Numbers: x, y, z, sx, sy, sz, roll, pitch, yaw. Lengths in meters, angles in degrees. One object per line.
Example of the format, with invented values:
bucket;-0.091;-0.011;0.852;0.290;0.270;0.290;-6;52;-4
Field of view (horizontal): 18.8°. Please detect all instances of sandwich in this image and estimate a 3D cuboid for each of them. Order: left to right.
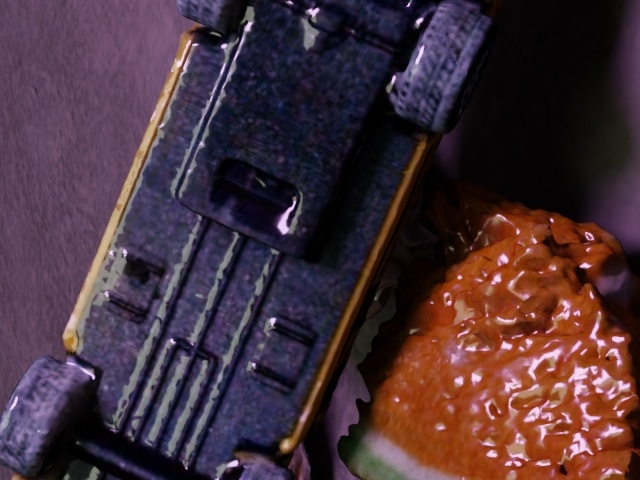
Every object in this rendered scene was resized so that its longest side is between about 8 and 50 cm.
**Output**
sandwich;0.098;0.073;0.758;0.185;0.109;0.160;17;87;59

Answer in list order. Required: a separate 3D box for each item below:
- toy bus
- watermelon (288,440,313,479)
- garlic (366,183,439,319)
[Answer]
toy bus;-0.015;-0.030;0.793;0.123;0.121;0.335;-39;-28;-77
watermelon;-0.111;0.188;1.075;0.188;0.175;0.322;22;114;58
garlic;0.000;0.000;0.906;0.194;0.127;0.131;42;129;28
